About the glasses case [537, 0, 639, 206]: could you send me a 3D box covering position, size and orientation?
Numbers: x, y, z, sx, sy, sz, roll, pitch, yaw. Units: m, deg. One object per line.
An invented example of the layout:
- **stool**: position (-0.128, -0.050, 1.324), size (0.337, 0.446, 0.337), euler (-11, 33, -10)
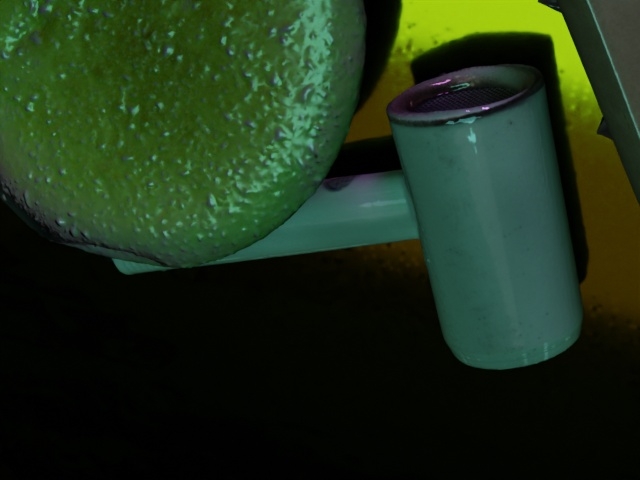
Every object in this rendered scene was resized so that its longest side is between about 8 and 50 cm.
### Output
- **glasses case**: position (0.156, -0.098, 0.761), size (0.102, 0.070, 0.193), euler (-27, 103, -10)

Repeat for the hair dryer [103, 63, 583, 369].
- **hair dryer**: position (0.000, 0.000, 0.821), size (0.236, 0.073, 0.131), euler (-7, 110, 16)

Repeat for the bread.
- **bread**: position (-0.087, -0.097, 0.787), size (0.228, 0.033, 0.229), euler (4, 101, 23)
